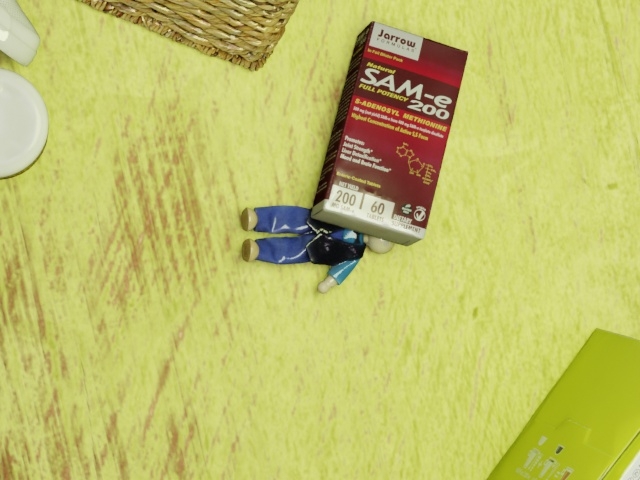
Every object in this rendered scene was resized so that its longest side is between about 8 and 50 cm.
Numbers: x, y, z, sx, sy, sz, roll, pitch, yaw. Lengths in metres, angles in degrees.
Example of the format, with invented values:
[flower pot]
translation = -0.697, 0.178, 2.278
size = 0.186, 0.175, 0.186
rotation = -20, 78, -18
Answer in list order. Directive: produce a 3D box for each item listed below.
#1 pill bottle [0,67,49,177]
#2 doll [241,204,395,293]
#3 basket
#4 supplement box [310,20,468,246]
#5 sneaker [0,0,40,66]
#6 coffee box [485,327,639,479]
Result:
[pill bottle]
translation = -0.359, -0.125, 1.616
size = 0.117, 0.215, 0.117
rotation = 0, 92, -11
[doll]
translation = 0.000, 0.000, 1.775
size = 0.189, 0.046, 0.129
rotation = 0, 83, -17
[basket]
translation = -0.147, -0.378, 1.703
size = 0.299, 0.223, 0.214
rotation = 20, 60, -10
[supplement box]
translation = 0.083, -0.127, 1.754
size = 0.130, 0.073, 0.239
rotation = 16, 78, -11
[sneaker]
translation = -0.388, -0.350, 1.658
size = 0.169, 0.108, 0.292
rotation = -44, 98, -3
[coffee box]
translation = 0.403, 0.344, 1.717
size = 0.334, 0.337, 0.338
rotation = 38, 86, -9
